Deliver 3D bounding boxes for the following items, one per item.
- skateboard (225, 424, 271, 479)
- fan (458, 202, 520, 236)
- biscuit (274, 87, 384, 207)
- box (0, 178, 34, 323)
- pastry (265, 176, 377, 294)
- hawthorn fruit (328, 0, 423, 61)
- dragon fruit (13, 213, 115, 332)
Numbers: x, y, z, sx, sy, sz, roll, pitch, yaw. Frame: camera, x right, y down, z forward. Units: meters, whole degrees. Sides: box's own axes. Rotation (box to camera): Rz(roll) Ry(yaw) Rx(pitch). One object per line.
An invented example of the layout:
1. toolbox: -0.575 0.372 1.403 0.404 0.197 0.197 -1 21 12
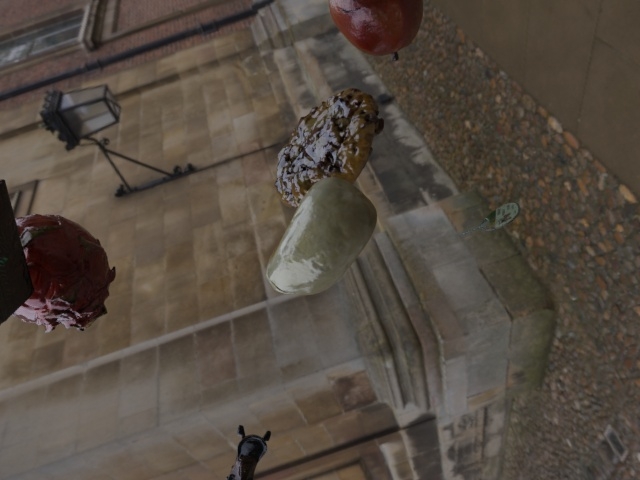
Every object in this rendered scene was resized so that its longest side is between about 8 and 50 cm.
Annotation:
1. skateboard: -0.142 0.439 0.940 0.080 0.067 0.152 -135 61 -76
2. fan: 0.216 -0.023 0.614 0.003 0.080 0.060 53 -177 -12
3. biscuit: -0.003 -0.202 1.048 0.081 0.290 0.334 32 179 -28
4. box: -0.661 0.082 0.812 0.415 0.115 0.265 -83 -5 -65
5. pastry: 0.000 0.000 0.583 0.092 0.156 0.156 35 178 3
6. hawthorn fruit: 0.115 -0.449 0.968 0.202 0.185 0.185 60 -173 -34
7. dragon fruit: -0.673 0.074 1.226 0.342 0.277 0.277 48 -178 -5
